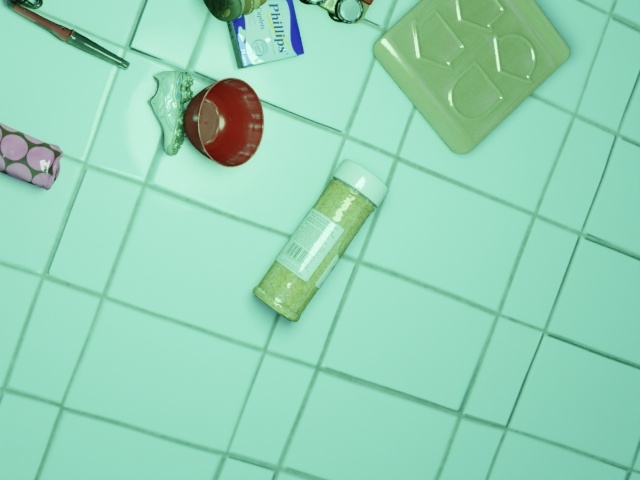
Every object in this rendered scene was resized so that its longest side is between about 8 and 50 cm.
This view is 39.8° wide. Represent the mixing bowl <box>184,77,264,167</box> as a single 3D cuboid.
[{"bbox_3d":[-0.212,-0.243,1.811,0.181,0.098,0.182,-12,107,-47],"label":"mixing bowl"}]

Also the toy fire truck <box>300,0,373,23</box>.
[{"bbox_3d":[0.032,-0.601,1.839,0.217,0.158,0.246,26,100,-15],"label":"toy fire truck"}]

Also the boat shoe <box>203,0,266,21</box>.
[{"bbox_3d":[-0.215,-0.587,1.772,0.120,0.122,0.324,-24,84,-34],"label":"boat shoe"}]

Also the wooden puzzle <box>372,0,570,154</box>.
[{"bbox_3d":[0.332,-0.418,1.960,0.348,0.080,0.322,-42,104,-2],"label":"wooden puzzle"}]

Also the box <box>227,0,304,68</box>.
[{"bbox_3d":[-0.117,-0.434,1.843,0.137,0.072,0.126,-15,100,-13],"label":"box"}]

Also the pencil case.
[{"bbox_3d":[-0.613,-0.180,1.741,0.209,0.095,0.098,24,74,-17],"label":"pencil case"}]

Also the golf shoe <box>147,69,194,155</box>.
[{"bbox_3d":[-0.315,-0.264,1.828,0.086,0.069,0.176,8,92,7],"label":"golf shoe"}]

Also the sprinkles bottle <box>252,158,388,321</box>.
[{"bbox_3d":[0.000,0.000,1.896,0.121,0.121,0.355,36,87,-15],"label":"sprinkles bottle"}]

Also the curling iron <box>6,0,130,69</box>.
[{"bbox_3d":[-0.503,-0.424,1.767,0.274,0.035,0.068,33,88,-15],"label":"curling iron"}]
